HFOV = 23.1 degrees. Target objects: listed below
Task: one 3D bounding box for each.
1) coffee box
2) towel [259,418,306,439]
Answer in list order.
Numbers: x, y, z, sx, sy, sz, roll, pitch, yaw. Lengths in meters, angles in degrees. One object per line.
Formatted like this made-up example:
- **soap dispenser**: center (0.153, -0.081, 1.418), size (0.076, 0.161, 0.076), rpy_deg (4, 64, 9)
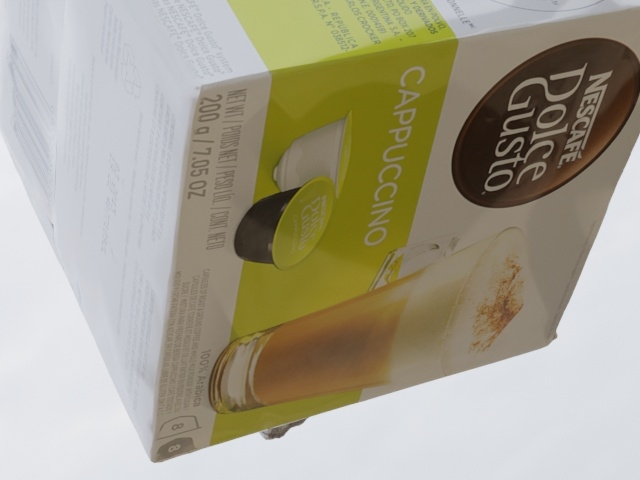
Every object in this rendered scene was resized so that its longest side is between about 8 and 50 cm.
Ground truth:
- **coffee box**: center (-0.011, -0.115, 1.074), size (0.334, 0.338, 0.337), rpy_deg (-13, -39, -24)
- **towel**: center (0.000, 0.000, 1.346), size (0.283, 0.235, 0.121), rpy_deg (-29, -38, -14)
